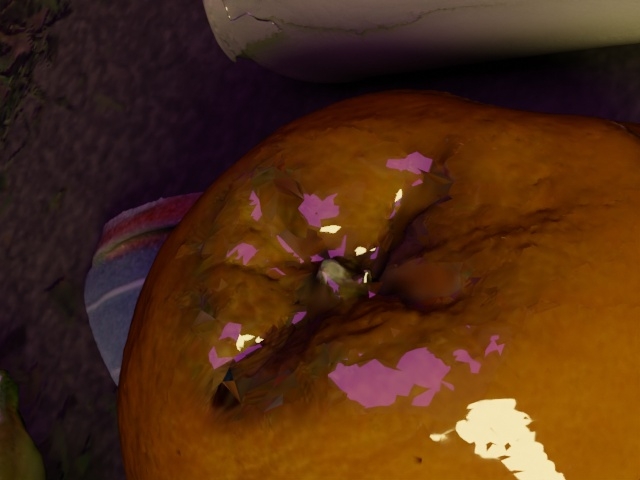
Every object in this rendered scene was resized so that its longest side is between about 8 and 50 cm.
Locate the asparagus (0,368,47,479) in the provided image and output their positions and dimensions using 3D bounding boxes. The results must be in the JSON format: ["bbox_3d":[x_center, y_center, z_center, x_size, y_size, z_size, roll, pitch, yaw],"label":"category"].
[{"bbox_3d":[-0.178,0.223,0.732,0.082,0.085,0.343,9,75,20],"label":"asparagus"}]

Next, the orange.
[{"bbox_3d":[0.042,0.057,0.611,0.249,0.183,0.249,-14,60,27],"label":"orange"}]

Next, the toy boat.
[{"bbox_3d":[-0.072,0.043,0.781,0.096,0.034,0.122,-15,63,32],"label":"toy boat"}]

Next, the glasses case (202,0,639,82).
[{"bbox_3d":[0.102,-0.139,0.729,0.308,0.083,0.128,-4,61,30],"label":"glasses case"}]
